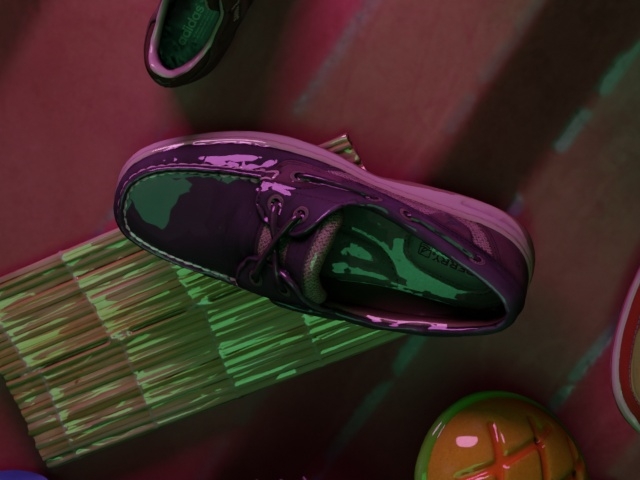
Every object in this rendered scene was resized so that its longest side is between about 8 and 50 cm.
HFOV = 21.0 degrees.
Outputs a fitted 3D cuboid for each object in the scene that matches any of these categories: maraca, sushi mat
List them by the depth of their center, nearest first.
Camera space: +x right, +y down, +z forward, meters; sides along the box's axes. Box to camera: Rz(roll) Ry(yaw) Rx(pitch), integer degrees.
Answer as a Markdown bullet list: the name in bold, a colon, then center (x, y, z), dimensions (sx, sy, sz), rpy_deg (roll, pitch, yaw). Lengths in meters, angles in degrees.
- **maraca**: center (0.141, 0.182, 1.190), dimensions (0.186, 0.099, 0.127), rpy_deg (39, 75, -22)
- **sushi mat**: center (-0.088, 0.047, 1.212), dimensions (0.316, 0.019, 0.151), rpy_deg (-22, 104, 12)

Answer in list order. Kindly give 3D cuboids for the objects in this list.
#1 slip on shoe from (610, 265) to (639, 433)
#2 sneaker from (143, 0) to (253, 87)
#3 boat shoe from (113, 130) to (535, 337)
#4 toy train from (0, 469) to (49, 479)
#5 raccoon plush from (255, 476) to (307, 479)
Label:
- **slip on shoe**: center (0.301, 0.003, 1.111), dimensions (0.123, 0.101, 0.331), rpy_deg (34, 110, -7)
- **sneaker**: center (-0.058, -0.180, 1.103), dimensions (0.066, 0.071, 0.188), rpy_deg (24, 110, -2)
- **boat shoe**: center (0.000, 0.000, 1.126), dimensions (0.285, 0.092, 0.103), rpy_deg (15, 109, 1)
- **toy train**: center (-0.313, 0.236, 1.265), dimensions (0.248, 0.105, 0.143), rpy_deg (5, 99, 5)
- **raccoon plush**: center (-0.045, 0.326, 1.189), dimensions (0.299, 0.216, 0.446), rpy_deg (-10, 141, 39)
